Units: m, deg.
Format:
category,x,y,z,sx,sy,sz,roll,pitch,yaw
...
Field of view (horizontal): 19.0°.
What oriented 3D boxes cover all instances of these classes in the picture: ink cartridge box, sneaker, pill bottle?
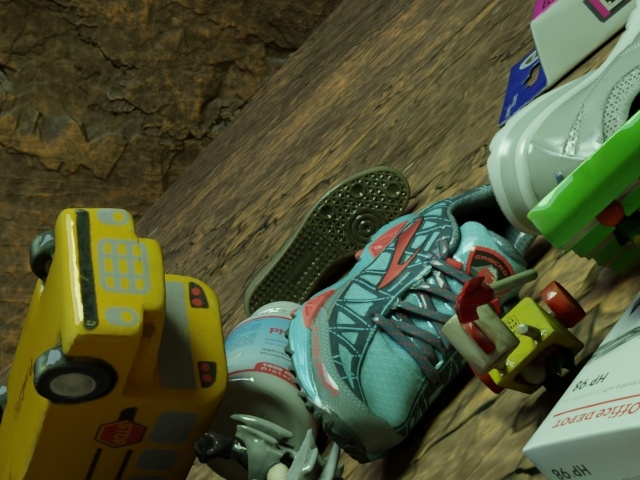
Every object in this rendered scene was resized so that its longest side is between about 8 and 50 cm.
category,x,y,z,sx,sy,sz,roll,pitch,yaw
ink cartridge box,0.285,-0.257,1.686,0.371,0.069,0.176,-42,10,22
sneaker,0.000,0.000,1.714,0.188,0.066,0.071,-42,9,3
sneaker,0.068,0.035,1.226,0.125,0.104,0.262,-34,14,35
pill bottle,-0.037,0.105,1.381,0.087,0.087,0.160,-40,12,20
ink cartridge box,0.163,0.069,0.845,0.180,0.060,0.104,-49,11,-27
sneaker,0.230,-0.091,1.152,0.281,0.105,0.115,-44,26,-27

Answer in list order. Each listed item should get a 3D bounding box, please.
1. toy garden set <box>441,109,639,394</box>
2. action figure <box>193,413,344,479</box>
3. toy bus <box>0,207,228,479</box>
category,x,y,z,sx,sy,sz,roll,pitch,yaw
toy garden set,0.146,0.011,0.974,0.204,0.049,0.244,-43,-14,10
action figure,-0.089,0.200,1.190,0.285,0.099,0.185,-29,11,43
toy bus,-0.151,0.118,1.294,0.332,0.130,0.108,116,153,-48
